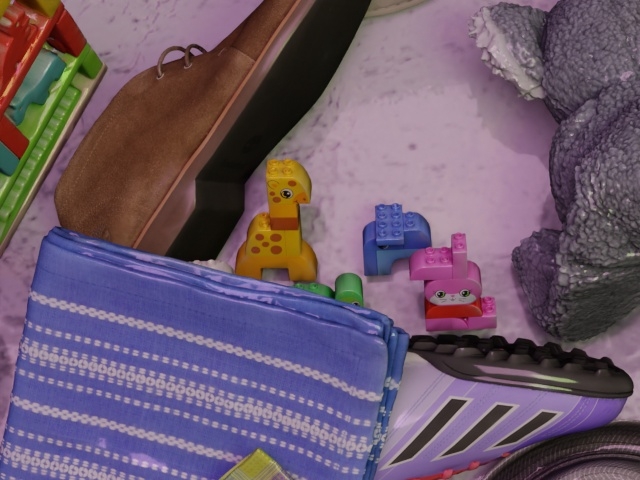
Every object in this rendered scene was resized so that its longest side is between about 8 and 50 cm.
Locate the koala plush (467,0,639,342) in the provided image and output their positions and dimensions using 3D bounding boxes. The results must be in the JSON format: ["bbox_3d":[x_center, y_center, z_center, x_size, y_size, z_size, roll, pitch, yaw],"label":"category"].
[{"bbox_3d":[0.206,-0.081,1.275,0.196,0.203,0.221,-14,66,1],"label":"koala plush"}]

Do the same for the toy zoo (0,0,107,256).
[{"bbox_3d":[-0.219,-0.073,1.243,0.030,0.293,0.192,27,82,9],"label":"toy zoo"}]

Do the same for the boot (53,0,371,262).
[{"bbox_3d":[-0.071,-0.107,1.323,0.115,0.112,0.305,38,96,21],"label":"boot"}]

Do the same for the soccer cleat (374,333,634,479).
[{"bbox_3d":[0.045,0.122,1.289,0.318,0.108,0.116,-1,92,6],"label":"soccer cleat"}]

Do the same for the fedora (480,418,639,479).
[{"bbox_3d":[0.207,0.239,1.235,0.243,0.124,0.275,-37,79,-2],"label":"fedora"}]

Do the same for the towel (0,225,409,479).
[{"bbox_3d":[-0.095,0.175,1.252,0.243,0.040,0.336,15,105,8],"label":"towel"}]

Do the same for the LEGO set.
[{"bbox_3d":[0.000,0.000,1.299,0.227,0.093,0.087,-3,40,2],"label":"LEGO set"}]

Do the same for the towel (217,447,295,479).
[{"bbox_3d":[-0.029,0.174,1.217,0.060,0.009,0.083,-42,92,20],"label":"towel"}]

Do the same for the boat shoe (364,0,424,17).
[{"bbox_3d":[0.083,-0.232,1.378,0.206,0.075,0.065,-37,36,3],"label":"boat shoe"}]
